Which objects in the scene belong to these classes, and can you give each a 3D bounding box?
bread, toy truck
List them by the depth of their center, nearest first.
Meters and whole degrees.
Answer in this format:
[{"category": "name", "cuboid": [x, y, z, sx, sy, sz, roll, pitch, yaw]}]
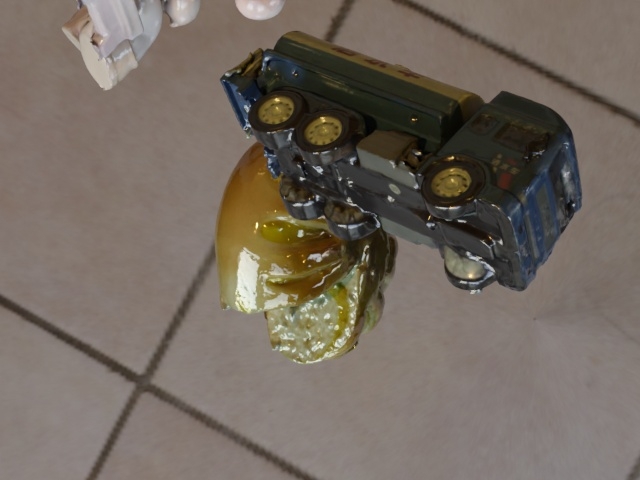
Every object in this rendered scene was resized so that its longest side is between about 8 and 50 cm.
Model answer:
[{"category": "toy truck", "cuboid": [0.036, -0.047, 0.699, 0.201, 0.074, 0.088, 24, 60, 35]}, {"category": "bread", "cuboid": [0.000, 0.000, 1.849, 0.160, 0.333, 0.333, 10, 88, 36]}]

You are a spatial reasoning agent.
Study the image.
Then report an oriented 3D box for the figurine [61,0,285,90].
[{"category": "figurine", "cuboid": [-0.099, -0.244, 1.042, 0.256, 0.182, 0.144, -37, 123, -12]}]
